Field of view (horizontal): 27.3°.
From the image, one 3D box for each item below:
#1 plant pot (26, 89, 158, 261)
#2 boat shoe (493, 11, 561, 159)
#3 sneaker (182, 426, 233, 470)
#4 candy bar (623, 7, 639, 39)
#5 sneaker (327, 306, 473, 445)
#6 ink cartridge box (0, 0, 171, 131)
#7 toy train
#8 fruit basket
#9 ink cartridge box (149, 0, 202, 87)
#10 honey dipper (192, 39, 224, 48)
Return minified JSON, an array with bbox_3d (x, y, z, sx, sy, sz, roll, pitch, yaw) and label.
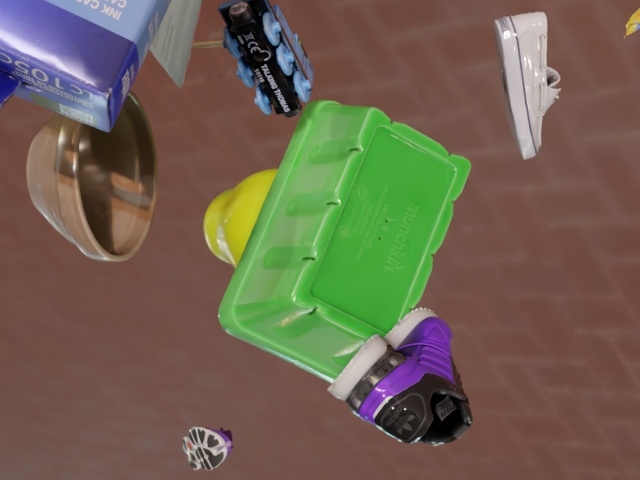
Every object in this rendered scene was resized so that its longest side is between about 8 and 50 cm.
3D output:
[{"bbox_3d":[-0.313,-0.089,1.746,0.110,0.237,0.237,-1,135,18],"label":"plant pot"},{"bbox_3d":[0.329,-0.241,2.053,0.088,0.096,0.267,-14,128,3],"label":"boat shoe"},{"bbox_3d":[-0.161,0.303,1.992,0.068,0.071,0.170,66,160,2],"label":"sneaker"},{"bbox_3d":[0.493,-0.349,1.895,0.018,0.161,0.040,47,173,22],"label":"candy bar"},{"bbox_3d":[0.118,0.173,1.542,0.146,0.293,0.102,39,110,12],"label":"sneaker"},{"bbox_3d":[-0.246,-0.275,1.128,0.270,0.395,0.151,23,170,-5],"label":"ink cartridge box"},{"bbox_3d":[-0.068,-0.242,1.676,0.080,0.105,0.184,-16,132,15],"label":"toy train"},{"bbox_3d":[0.000,0.000,1.858,0.283,0.392,0.392,27,153,-17],"label":"fruit basket"},{"bbox_3d":[-0.161,-0.402,1.480,0.385,0.091,0.308,56,140,40],"label":"ink cartridge box"},{"bbox_3d":[-0.183,-0.334,2.233,0.161,0.030,0.030,3,135,33],"label":"honey dipper"}]
